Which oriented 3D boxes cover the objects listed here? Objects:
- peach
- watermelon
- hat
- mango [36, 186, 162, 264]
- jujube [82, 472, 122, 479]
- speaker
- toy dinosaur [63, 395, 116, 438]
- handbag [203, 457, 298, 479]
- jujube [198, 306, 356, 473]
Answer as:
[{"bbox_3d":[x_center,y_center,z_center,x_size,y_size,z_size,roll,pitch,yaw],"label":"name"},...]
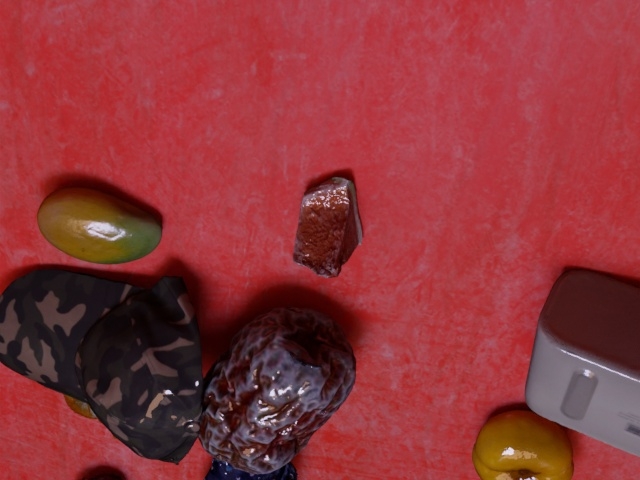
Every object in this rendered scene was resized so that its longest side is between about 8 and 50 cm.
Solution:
[{"bbox_3d":[0.345,0.366,1.891,0.179,0.103,0.179,9,133,10],"label":"peach"},{"bbox_3d":[0.006,0.001,1.653,0.098,0.158,0.121,-2,156,15],"label":"watermelon"},{"bbox_3d":[-0.377,0.218,1.838,0.382,0.257,0.366,3,117,-2],"label":"hat"},{"bbox_3d":[-0.345,-0.022,1.746,0.195,0.091,0.130,4,129,-2],"label":"mango"},{"bbox_3d":[-0.446,0.521,2.228,0.104,0.104,0.166,34,142,-15],"label":"jujube"},{"bbox_3d":[0.508,0.215,1.631,0.406,0.183,0.184,21,138,15],"label":"speaker"},{"bbox_3d":[-0.438,0.300,2.072,0.212,0.057,0.142,29,147,3],"label":"toy dinosaur"},{"bbox_3d":[-0.129,0.461,2.064,0.162,0.113,0.260,44,136,21],"label":"handbag"},{"bbox_3d":[-0.077,0.243,1.812,0.226,0.226,0.317,27,134,-10],"label":"jujube"}]
